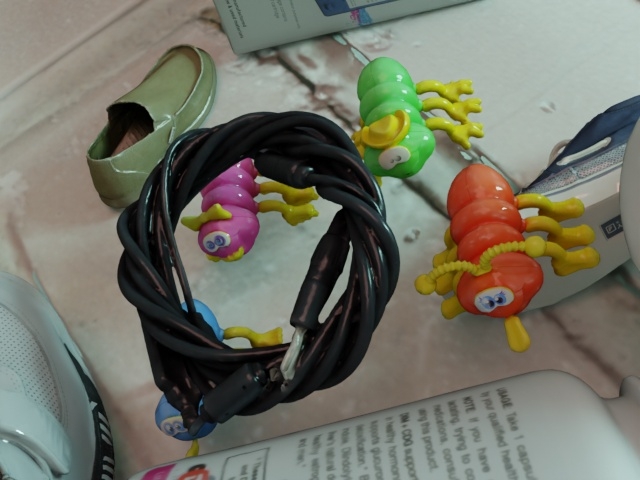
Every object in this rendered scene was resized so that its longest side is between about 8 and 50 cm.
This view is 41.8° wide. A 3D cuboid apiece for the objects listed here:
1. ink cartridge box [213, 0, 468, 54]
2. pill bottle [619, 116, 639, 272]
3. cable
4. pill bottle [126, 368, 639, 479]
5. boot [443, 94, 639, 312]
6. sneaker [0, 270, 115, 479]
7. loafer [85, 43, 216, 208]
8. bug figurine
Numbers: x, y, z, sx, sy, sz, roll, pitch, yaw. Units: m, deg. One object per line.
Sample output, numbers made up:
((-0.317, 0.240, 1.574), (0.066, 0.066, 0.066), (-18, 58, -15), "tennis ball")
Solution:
((0.018, -0.250, 0.650), (0.212, 0.093, 0.154), (-10, 60, 6), "ink cartridge box")
((0.255, -0.033, 0.385), (0.229, 0.131, 0.131), (-13, 49, -37), "pill bottle")
((-0.039, -0.002, 0.431), (0.150, 0.047, 0.184), (-35, 51, 20), "cable")
((0.061, 0.149, 0.368), (0.283, 0.160, 0.160), (-16, 58, 7), "pill bottle")
((0.154, -0.024, 0.509), (0.190, 0.069, 0.086), (-24, 31, 10), "boot")
((-0.165, 0.120, 0.373), (0.137, 0.210, 0.366), (-6, 51, -13), "sneaker")
((-0.125, -0.094, 0.626), (0.056, 0.050, 0.148), (12, 65, 22), "loafer")
((0.000, 0.000, 0.483), (0.279, 0.072, 0.216), (-26, 49, 21), "bug figurine")
